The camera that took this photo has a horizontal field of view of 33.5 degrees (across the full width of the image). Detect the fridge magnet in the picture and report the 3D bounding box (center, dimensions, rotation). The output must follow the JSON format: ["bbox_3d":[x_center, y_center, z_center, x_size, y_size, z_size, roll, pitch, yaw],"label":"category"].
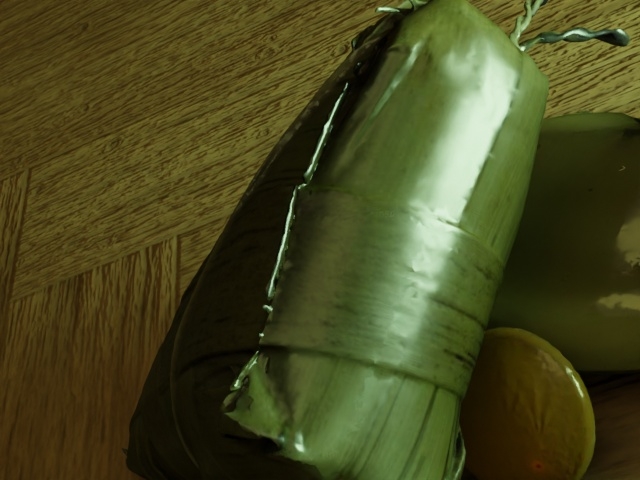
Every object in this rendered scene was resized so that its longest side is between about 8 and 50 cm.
[{"bbox_3d":[0.159,0.139,0.857,0.143,0.063,0.143,9,103,44],"label":"fridge magnet"}]

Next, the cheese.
[{"bbox_3d":[0.265,0.003,0.913,0.316,0.128,0.259,3,64,41],"label":"cheese"}]

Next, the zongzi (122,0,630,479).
[{"bbox_3d":[-0.018,-0.010,0.947,0.467,0.218,0.499,-7,58,56],"label":"zongzi"}]
